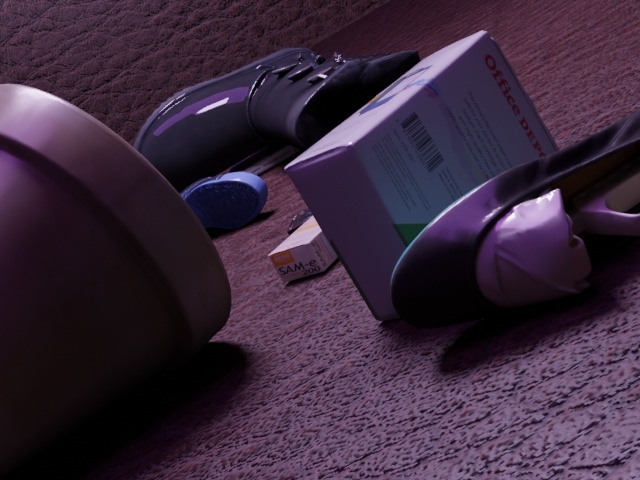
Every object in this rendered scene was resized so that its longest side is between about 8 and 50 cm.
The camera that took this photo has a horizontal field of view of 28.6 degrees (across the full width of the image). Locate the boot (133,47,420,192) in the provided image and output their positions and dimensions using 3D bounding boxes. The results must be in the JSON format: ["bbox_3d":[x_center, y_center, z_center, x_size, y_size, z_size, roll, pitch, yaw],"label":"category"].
[{"bbox_3d":[-0.074,-0.167,1.861,0.367,0.146,0.445,-37,23,-11],"label":"boot"}]

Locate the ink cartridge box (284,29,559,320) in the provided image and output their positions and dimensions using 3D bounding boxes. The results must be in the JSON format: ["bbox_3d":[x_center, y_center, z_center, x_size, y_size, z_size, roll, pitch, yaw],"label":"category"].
[{"bbox_3d":[0.096,-0.056,1.050,0.093,0.154,0.212,-17,19,50],"label":"ink cartridge box"}]

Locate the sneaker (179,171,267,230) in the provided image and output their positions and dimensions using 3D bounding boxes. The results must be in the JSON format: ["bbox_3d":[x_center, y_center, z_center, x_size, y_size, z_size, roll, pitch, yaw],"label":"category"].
[{"bbox_3d":[-0.144,-0.059,1.751,0.232,0.081,0.090,-19,24,45],"label":"sneaker"}]

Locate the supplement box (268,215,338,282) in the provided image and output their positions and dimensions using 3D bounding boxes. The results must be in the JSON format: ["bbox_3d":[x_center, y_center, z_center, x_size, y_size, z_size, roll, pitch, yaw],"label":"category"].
[{"bbox_3d":[0.000,0.000,1.311,0.062,0.036,0.098,-17,18,44],"label":"supplement box"}]

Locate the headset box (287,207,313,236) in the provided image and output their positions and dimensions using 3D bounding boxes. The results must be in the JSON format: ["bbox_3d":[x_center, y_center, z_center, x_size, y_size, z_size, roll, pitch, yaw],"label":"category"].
[{"bbox_3d":[0.009,-0.025,1.397,0.083,0.032,0.062,-29,13,14],"label":"headset box"}]

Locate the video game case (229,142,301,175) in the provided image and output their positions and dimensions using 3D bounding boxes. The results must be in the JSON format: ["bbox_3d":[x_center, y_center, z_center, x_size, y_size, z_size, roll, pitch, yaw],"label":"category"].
[{"bbox_3d":[-0.072,-0.152,2.079,0.173,0.022,0.190,-30,12,4],"label":"video game case"}]

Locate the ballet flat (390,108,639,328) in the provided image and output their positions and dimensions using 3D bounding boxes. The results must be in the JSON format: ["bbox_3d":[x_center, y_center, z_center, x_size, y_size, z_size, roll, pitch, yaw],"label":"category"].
[{"bbox_3d":[0.179,-0.019,0.881,0.280,0.095,0.096,-32,25,-9],"label":"ballet flat"}]

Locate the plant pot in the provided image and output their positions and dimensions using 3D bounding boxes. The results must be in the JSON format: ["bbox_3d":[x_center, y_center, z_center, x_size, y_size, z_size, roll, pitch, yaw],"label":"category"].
[{"bbox_3d":[-0.289,0.068,1.152,0.323,0.323,0.280,-12,33,54],"label":"plant pot"}]
